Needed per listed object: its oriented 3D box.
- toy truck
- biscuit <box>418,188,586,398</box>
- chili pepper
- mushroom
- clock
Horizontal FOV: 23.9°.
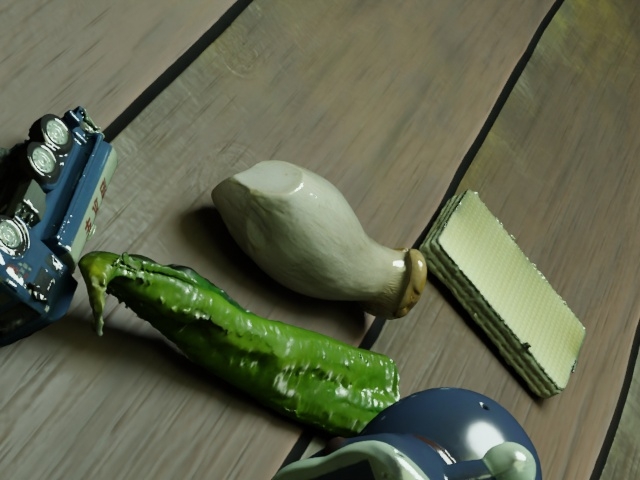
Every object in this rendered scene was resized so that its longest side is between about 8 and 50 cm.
[{"bbox_3d":[-0.201,-0.016,1.064,0.088,0.074,0.201,47,33,-27],"label":"toy truck"},{"bbox_3d":[0.180,0.053,1.486,0.199,0.040,0.121,50,32,-10],"label":"biscuit"},{"bbox_3d":[-0.060,0.080,1.134,0.359,0.076,0.085,27,61,-45],"label":"chili pepper"},{"bbox_3d":[0.000,-0.001,1.264,0.212,0.097,0.088,33,30,-30],"label":"mushroom"},{"bbox_3d":[0.072,0.190,1.114,0.243,0.200,0.146,-7,70,-63],"label":"clock"}]
